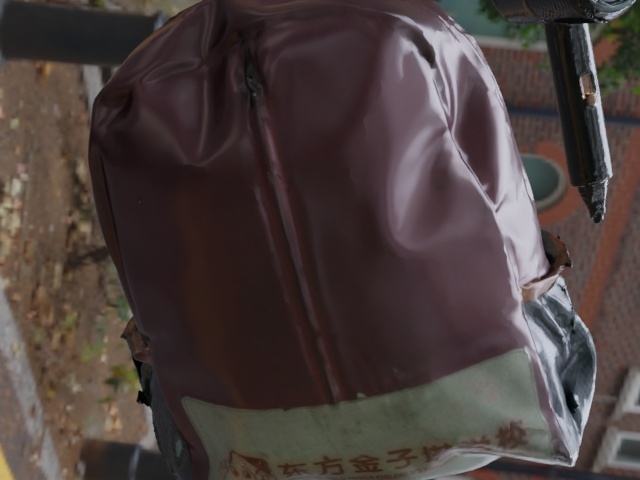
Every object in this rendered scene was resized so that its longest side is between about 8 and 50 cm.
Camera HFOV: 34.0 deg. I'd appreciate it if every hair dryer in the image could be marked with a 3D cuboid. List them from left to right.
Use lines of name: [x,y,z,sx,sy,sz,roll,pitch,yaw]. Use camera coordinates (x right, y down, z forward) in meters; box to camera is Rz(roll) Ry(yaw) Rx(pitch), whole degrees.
hair dryer: [0.312,-0.184,1.225,0.189,0.107,0.352,-152,-135,-68]

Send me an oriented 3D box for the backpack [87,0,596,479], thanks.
backpack: [0.000,0.000,0.627,0.197,0.283,0.317,-85,160,-65]
